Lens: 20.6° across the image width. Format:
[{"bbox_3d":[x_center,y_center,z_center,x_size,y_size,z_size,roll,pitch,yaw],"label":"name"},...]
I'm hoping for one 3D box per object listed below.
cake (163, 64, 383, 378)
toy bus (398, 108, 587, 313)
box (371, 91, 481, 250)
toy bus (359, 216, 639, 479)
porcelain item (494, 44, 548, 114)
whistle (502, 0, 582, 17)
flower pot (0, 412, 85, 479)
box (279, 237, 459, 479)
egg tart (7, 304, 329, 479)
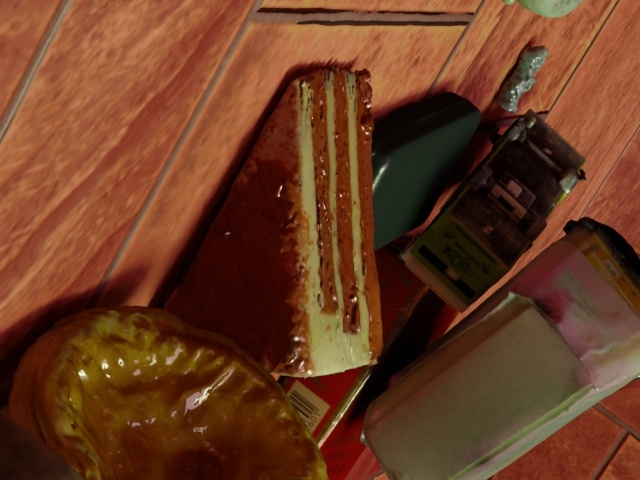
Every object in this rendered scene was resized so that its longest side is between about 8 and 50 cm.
[{"bbox_3d":[0.000,0.000,1.483,0.262,0.160,0.158,-61,159,18],"label":"cake"},{"bbox_3d":[0.187,-0.031,1.930,0.139,0.113,0.301,-48,179,33],"label":"toy bus"},{"bbox_3d":[0.068,-0.057,1.743,0.230,0.050,0.160,-28,150,-56],"label":"box"},{"bbox_3d":[0.185,0.145,1.860,0.162,0.171,0.386,-24,165,-41],"label":"toy bus"},{"bbox_3d":[0.226,-0.182,1.960,0.083,0.028,0.036,-60,160,16],"label":"porcelain item"},{"bbox_3d":[0.203,-0.268,1.668,0.258,0.067,0.126,-23,132,-53],"label":"whistle"},{"bbox_3d":[-0.288,0.270,1.063,0.330,0.294,0.293,-50,164,-34],"label":"flower pot"},{"bbox_3d":[0.042,0.144,2.007,0.313,0.089,0.197,-56,161,11],"label":"box"},{"bbox_3d":[-0.123,0.184,1.332,0.116,0.295,0.295,-48,170,37],"label":"egg tart"}]
